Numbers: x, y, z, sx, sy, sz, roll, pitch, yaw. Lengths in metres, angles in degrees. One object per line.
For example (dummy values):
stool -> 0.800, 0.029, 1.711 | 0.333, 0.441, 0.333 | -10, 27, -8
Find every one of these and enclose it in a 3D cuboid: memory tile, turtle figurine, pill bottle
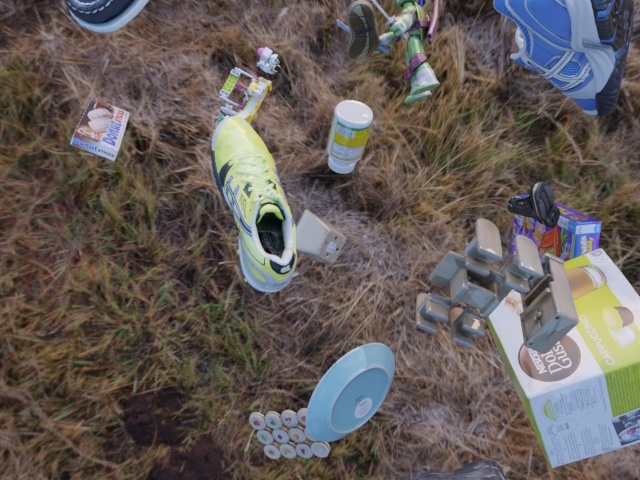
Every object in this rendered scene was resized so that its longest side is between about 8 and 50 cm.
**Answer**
memory tile -> -0.061, 0.377, 1.092 | 0.147, 0.012, 0.113 | -14, 108, 25
turtle figurine -> 0.174, -0.473, 1.382 | 0.274, 0.197, 0.267 | -17, 89, -35
pill bottle -> 0.082, -0.307, 1.708 | 0.117, 0.118, 0.209 | 21, 138, 6

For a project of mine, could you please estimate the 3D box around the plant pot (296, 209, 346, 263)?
plant pot -> 0.000, 0.000, 1.445 | 0.096, 0.109, 0.109 | 26, 88, 46

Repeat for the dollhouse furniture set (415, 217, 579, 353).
dollhouse furniture set -> 0.323, 0.077, 1.033 | 0.241, 0.161, 0.212 | 23, 129, -7

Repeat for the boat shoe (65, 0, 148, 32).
boat shoe -> -0.189, -0.357, 0.539 | 0.114, 0.091, 0.303 | 16, 92, 6

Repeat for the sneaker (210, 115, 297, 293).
sneaker -> -0.121, -0.091, 1.167 | 0.145, 0.147, 0.385 | -14, 78, -26

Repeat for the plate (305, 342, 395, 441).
plate -> 0.057, 0.250, 0.904 | 0.024, 0.188, 0.188 | 33, 98, 43

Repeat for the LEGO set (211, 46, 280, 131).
LEGO set -> -0.207, -0.339, 1.358 | 0.107, 0.132, 0.287 | 27, 64, 0

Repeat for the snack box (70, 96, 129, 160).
snack box -> -0.338, -0.176, 0.876 | 0.064, 0.178, 0.022 | 22, 113, -23

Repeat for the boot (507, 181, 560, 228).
boot -> 0.555, -0.102, 1.525 | 0.137, 0.198, 0.077 | 22, 75, 39

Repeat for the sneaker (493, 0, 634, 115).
sneaker -> 0.205, -0.167, 0.462 | 0.081, 0.211, 0.080 | 8, 79, 33

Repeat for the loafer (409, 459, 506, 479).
loafer -> 0.169, 0.344, 0.754 | 0.169, 0.061, 0.062 | -23, 89, 1

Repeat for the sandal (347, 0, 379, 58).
sandal -> 0.088, -0.460, 1.220 | 0.072, 0.180, 0.049 | -12, 69, 3

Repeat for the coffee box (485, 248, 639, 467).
coffee box -> 0.642, 0.297, 1.419 | 0.334, 0.338, 0.338 | -22, 127, 11

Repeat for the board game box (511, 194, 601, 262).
board game box -> 0.710, 0.010, 1.736 | 0.077, 0.347, 0.234 | -4, 108, -8
